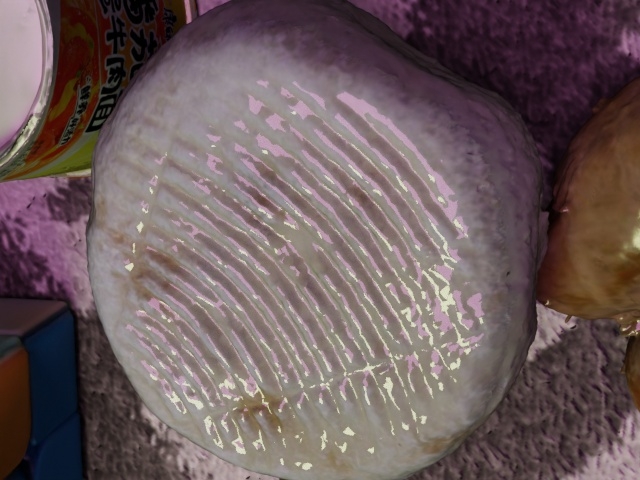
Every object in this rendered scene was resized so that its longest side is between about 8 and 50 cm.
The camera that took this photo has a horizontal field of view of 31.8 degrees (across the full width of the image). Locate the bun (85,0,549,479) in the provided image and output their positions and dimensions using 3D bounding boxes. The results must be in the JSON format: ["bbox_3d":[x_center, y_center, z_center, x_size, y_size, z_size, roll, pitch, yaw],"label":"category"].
[{"bbox_3d":[-0.004,0.003,0.803,0.354,0.194,0.355,7,109,21],"label":"bun"}]

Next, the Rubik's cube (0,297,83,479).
[{"bbox_3d":[-0.378,0.216,0.902,0.291,0.290,0.292,4,105,13],"label":"Rubik's cube"}]

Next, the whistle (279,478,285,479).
[{"bbox_3d":[0.003,0.287,0.948,0.067,0.057,0.327,1,103,10],"label":"whistle"}]

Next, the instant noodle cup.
[{"bbox_3d":[-0.245,-0.155,0.825,0.264,0.200,0.264,3,104,14],"label":"instant noodle cup"}]

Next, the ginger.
[{"bbox_3d":[0.286,0.027,0.777,0.244,0.155,0.304,-32,102,12],"label":"ginger"}]
